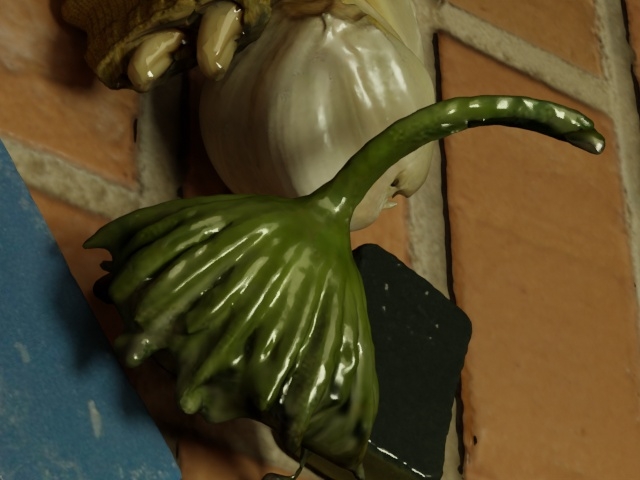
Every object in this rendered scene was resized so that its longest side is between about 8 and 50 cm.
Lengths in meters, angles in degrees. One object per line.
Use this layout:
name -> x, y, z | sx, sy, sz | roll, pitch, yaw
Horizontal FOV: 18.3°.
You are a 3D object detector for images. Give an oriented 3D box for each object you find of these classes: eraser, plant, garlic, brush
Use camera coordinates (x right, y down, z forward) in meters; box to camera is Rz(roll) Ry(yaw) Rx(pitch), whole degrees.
eraser -> -0.219, 0.055, 1.335 | 0.144, 0.042, 0.312 | -16, 72, -47
plant -> -0.003, -0.004, 1.390 | 0.251, 0.180, 0.333 | 38, 78, -8
garlic -> 0.001, -0.106, 1.568 | 0.203, 0.185, 0.281 | 60, 12, -29
brush -> 0.047, 0.102, 1.527 | 0.123, 0.059, 0.197 | 36, 42, -18

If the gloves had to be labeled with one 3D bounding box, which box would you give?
gloves -> -0.125, -0.262, 1.542 | 0.155, 0.203, 0.356 | -4, 55, -17
